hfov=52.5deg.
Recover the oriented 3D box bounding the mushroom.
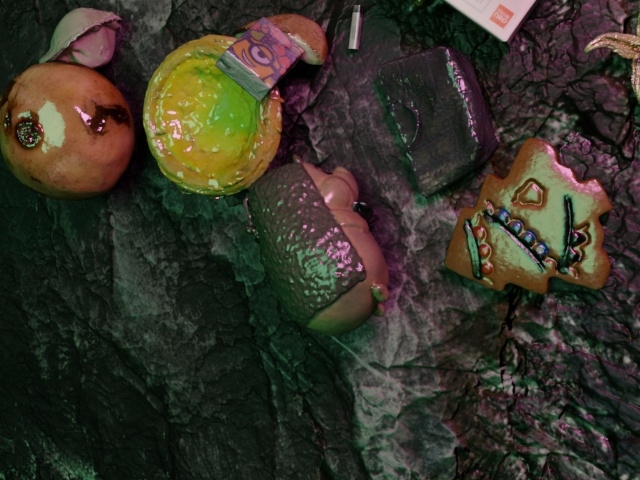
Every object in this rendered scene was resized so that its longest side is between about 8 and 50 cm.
[{"bbox_3d":[-0.072,-0.413,1.304,0.209,0.094,0.072,21,141,23],"label":"mushroom"}]

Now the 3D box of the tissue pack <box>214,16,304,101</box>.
[{"bbox_3d":[-0.112,-0.342,1.219,0.108,0.148,0.060,39,140,-8],"label":"tissue pack"}]

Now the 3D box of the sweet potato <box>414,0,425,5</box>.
[{"bbox_3d":[0.199,-0.549,1.161,0.077,0.077,0.244,3,101,28],"label":"sweet potato"}]

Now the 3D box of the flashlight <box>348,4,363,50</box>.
[{"bbox_3d":[0.069,-0.415,1.266,0.018,0.018,0.083,11,99,27],"label":"flashlight"}]

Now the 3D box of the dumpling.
[{"bbox_3d":[-0.578,-0.462,1.534,0.247,0.172,0.142,-18,113,32],"label":"dumpling"}]

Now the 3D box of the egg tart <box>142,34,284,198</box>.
[{"bbox_3d":[-0.210,-0.254,1.364,0.345,0.132,0.346,2,94,27],"label":"egg tart"}]

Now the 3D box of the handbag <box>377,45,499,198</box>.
[{"bbox_3d":[0.208,-0.226,1.177,0.175,0.088,0.271,-21,83,36],"label":"handbag"}]

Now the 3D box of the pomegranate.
[{"bbox_3d":[-0.579,-0.249,1.489,0.321,0.322,0.323,2,95,28],"label":"pomegranate"}]

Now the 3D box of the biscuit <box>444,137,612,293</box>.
[{"bbox_3d":[0.351,-0.010,1.128,0.301,0.043,0.278,-32,78,26],"label":"biscuit"}]

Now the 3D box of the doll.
[{"bbox_3d":[0.000,0.000,1.228,0.247,0.247,0.350,-42,68,24],"label":"doll"}]

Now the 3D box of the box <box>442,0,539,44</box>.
[{"bbox_3d":[0.247,-0.460,1.090,0.269,0.079,0.135,36,110,2],"label":"box"}]

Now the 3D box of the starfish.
[{"bbox_3d":[0.527,-0.299,1.009,0.216,0.050,0.224,-7,102,23],"label":"starfish"}]
